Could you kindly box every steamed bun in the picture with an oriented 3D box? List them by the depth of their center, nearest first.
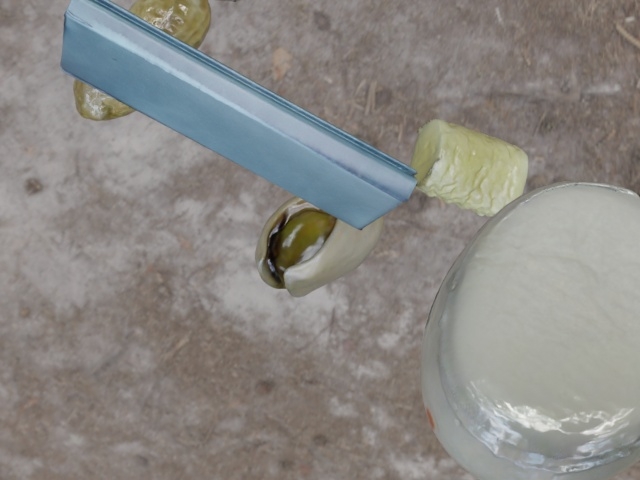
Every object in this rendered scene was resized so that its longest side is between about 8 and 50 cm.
[{"bbox_3d":[0.163,0.073,0.630,0.177,0.228,0.130,31,154,14],"label":"steamed bun"}]

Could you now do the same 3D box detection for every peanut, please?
[{"bbox_3d":[-0.196,-0.205,0.998,0.089,0.192,0.089,33,161,13],"label":"peanut"}]

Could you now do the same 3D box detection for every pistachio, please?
[{"bbox_3d":[0.000,0.000,1.342,0.138,0.238,0.153,20,120,31],"label":"pistachio"}]

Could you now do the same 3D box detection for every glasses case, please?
[{"bbox_3d":[-0.057,-0.101,0.678,0.266,0.056,0.105,28,161,-10],"label":"glasses case"}]

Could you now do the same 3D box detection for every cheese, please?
[{"bbox_3d":[0.228,-0.110,1.412,0.167,0.123,0.094,17,166,-21],"label":"cheese"}]
